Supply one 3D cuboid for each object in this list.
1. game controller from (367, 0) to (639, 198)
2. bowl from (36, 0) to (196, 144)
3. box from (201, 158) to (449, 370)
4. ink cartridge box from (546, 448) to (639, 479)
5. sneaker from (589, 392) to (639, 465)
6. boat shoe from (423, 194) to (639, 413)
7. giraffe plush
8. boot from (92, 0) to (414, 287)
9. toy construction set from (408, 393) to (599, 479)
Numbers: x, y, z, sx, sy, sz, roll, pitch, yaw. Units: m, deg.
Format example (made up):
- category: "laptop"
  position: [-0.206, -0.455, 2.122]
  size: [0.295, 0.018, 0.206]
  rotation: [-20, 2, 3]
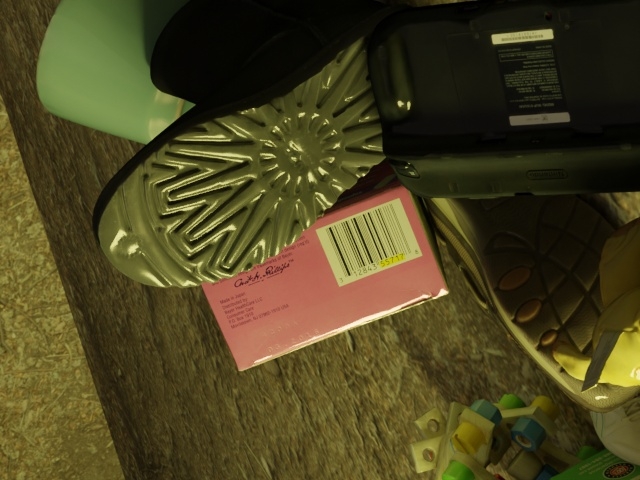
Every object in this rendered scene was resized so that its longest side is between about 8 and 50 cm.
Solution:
- category: "game controller"
  position: [0.180, -0.117, 1.281]
  size: [0.319, 0.067, 0.166]
  rotation: [-1, 104, 35]
- category: "bowl"
  position: [-0.173, -0.233, 1.890]
  size: [0.163, 0.311, 0.311]
  rotation: [37, 150, 17]
- category: "box"
  position: [0.000, 0.000, 1.569]
  size: [0.243, 0.213, 0.117]
  rotation: [-89, -22, -73]
- category: "ink cartridge box"
  position: [0.298, 0.314, 1.427]
  size: [0.289, 0.211, 0.121]
  rotation: [25, 134, 58]
- category: "sneaker"
  position: [0.279, 0.149, 1.509]
  size: [0.152, 0.053, 0.061]
  rotation: [54, 153, 30]
- category: "boat shoe"
  position: [0.200, 0.021, 1.486]
  size: [0.130, 0.132, 0.355]
  rotation: [73, 171, -54]
- category: "giraffe plush"
  position: [0.309, 0.083, 1.248]
  size: [0.170, 0.210, 0.181]
  rotation: [40, 161, -16]
- category: "boot"
  position: [-0.100, -0.143, 1.568]
  size: [0.146, 0.367, 0.445]
  rotation: [64, 170, -27]
- category: "toy construction set"
  position: [0.189, 0.261, 1.708]
  size: [0.215, 0.151, 0.327]
  rotation: [41, 167, -4]
